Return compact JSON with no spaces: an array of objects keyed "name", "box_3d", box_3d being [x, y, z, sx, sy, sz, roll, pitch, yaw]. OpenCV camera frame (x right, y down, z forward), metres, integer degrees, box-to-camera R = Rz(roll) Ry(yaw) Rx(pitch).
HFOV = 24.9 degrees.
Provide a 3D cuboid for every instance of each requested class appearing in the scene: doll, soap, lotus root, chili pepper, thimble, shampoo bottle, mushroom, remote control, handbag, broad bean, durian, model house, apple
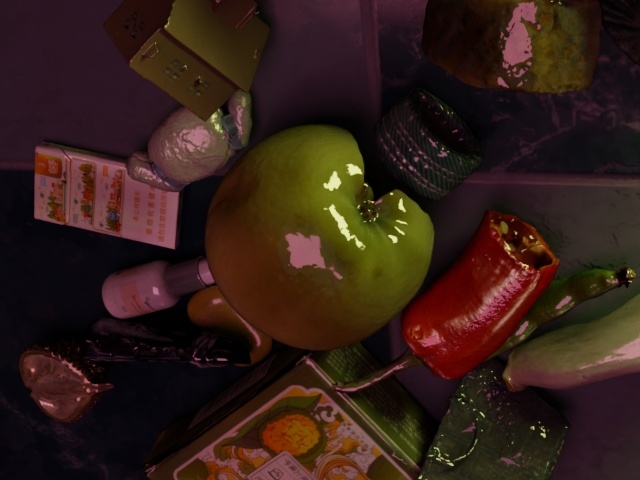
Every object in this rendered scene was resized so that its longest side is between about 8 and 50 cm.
[{"name":"doll","box_3d":[-0.176,-0.134,1.998,0.214,0.071,0.103,-33,97,19]},{"name":"soap","box_3d":[-0.134,0.125,2.139,0.089,0.045,0.140,-33,106,33]},{"name":"lotus root","box_3d":[0.216,-0.258,1.735,0.235,0.138,0.119,28,128,40]},{"name":"chili pepper","box_3d":[0.180,0.118,1.975,0.134,0.131,0.338,45,114,15]},{"name":"thimble","box_3d":[0.137,-0.124,1.884,0.135,0.118,0.090,43,120,-8]},{"name":"shampoo bottle","box_3d":[-0.226,0.063,2.118,0.192,0.074,0.074,-14,112,23]},{"name":"mushroom","box_3d":[0.401,0.133,1.944,0.351,0.109,0.097,-23,126,25]},{"name":"remote control","box_3d":[-0.226,0.150,2.122,0.265,0.090,0.066,2,92,19]},{"name":"handbag","box_3d":[0.236,0.305,2.037,0.175,0.270,0.089,28,165,-3]},{"name":"broad bean","box_3d":[0.304,0.093,1.985,0.297,0.060,0.043,-33,143,32]},{"name":"durian","box_3d":[-0.379,0.206,2.227,0.188,0.091,0.148,4,122,40]},{"name":"model house","box_3d":[-0.139,-0.314,1.865,0.248,0.176,0.181,-44,140,9]},{"name":"apple","box_3d":[-0.017,0.005,1.890,0.295,0.233,0.258,55,146,-2]}]

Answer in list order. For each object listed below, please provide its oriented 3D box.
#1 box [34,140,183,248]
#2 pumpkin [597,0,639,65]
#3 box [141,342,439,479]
[{"name":"box","box_3d":[-0.307,-0.066,2.099,0.220,0.032,0.122,12,119,10]},{"name":"pumpkin","box_3d":[0.435,-0.296,1.660,0.250,0.216,0.250,22,146,16]},{"name":"box","box_3d":[0.004,0.370,2.172,0.373,0.138,0.420,-37,102,28]}]
